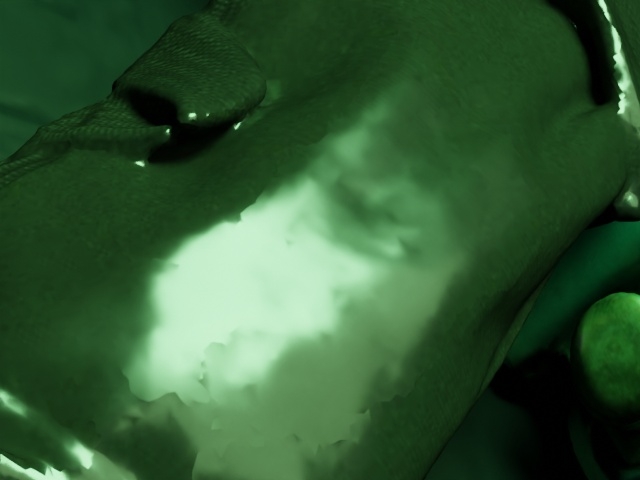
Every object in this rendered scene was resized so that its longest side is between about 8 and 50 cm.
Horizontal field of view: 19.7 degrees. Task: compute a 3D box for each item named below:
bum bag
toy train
[{"bbox_3d":[0.000,0.000,0.472,0.142,0.080,0.326,44,53,1],"label":"bum bag"},{"bbox_3d":[0.137,0.018,0.626,0.198,0.107,0.154,4,49,-47],"label":"toy train"}]
